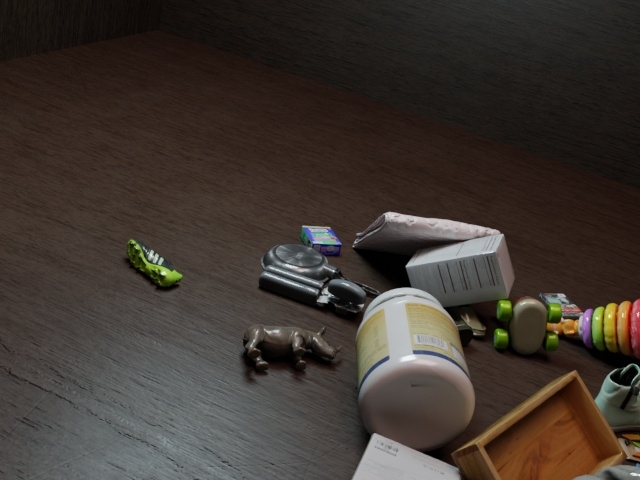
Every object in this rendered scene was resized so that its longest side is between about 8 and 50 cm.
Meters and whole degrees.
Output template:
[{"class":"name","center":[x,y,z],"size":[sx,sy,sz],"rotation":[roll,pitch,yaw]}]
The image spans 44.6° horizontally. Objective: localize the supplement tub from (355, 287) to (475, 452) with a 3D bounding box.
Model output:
[{"class":"supplement tub","center":[0.188,0.259,1.631],"size":[0.228,0.228,0.316],"rotation":[12,26,-5]}]

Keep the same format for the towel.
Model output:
[{"class":"towel","center":[0.290,-0.008,2.213],"size":[0.332,0.053,0.317],"rotation":[7,-12,-14]}]

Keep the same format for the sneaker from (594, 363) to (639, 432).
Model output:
[{"class":"sneaker","center":[0.738,0.357,1.802],"size":[0.256,0.151,0.094],"rotation":[-2,29,-32]}]

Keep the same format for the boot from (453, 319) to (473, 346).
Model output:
[{"class":"boot","center":[0.267,0.214,1.956],"size":[0.198,0.077,0.137],"rotation":[12,18,-36]}]

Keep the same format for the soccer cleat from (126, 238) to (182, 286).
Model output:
[{"class":"soccer cleat","center":[-0.415,0.057,1.935],"size":[0.179,0.060,0.072],"rotation":[39,25,30]}]

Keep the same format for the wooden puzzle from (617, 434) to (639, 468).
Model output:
[{"class":"wooden puzzle","center":[0.700,0.465,1.724],"size":[0.078,0.014,0.116],"rotation":[9,27,-9]}]

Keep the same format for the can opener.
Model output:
[{"class":"can opener","center":[-0.017,0.117,1.981],"size":[0.280,0.093,0.074],"rotation":[15,26,12]}]

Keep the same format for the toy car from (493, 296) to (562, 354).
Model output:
[{"class":"toy car","center":[0.525,0.200,2.041],"size":[0.155,0.149,0.188],"rotation":[3,15,1]}]

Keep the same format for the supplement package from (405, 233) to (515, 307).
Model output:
[{"class":"supplement package","center":[0.371,0.085,2.059],"size":[0.244,0.134,0.139],"rotation":[-11,16,26]}]

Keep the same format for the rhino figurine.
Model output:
[{"class":"rhino figurine","center":[-0.061,0.232,1.738],"size":[0.243,0.073,0.106],"rotation":[4,31,-24]}]

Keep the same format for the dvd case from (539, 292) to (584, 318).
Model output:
[{"class":"dvd case","center":[0.707,0.191,2.277],"size":[0.087,0.013,0.119],"rotation":[3,29,-23]}]

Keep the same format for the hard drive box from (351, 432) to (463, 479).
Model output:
[{"class":"hard drive box","center":[0.133,0.464,1.351],"size":[0.181,0.089,0.232],"rotation":[20,26,12]}]

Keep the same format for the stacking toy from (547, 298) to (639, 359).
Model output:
[{"class":"stacking toy","center":[0.746,0.232,2.063],"size":[0.302,0.166,0.175],"rotation":[-3,34,29]}]

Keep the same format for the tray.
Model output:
[{"class":"tray","center":[0.434,0.417,1.514],"size":[0.411,0.076,0.203],"rotation":[-16,73,-45]}]

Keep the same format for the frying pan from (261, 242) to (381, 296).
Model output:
[{"class":"frying pan","center":[-0.014,0.086,2.090],"size":[0.326,0.053,0.197],"rotation":[27,29,32]}]

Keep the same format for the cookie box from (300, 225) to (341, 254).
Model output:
[{"class":"cookie box","center":[0.000,0.000,2.268],"size":[0.092,0.040,0.107],"rotation":[2,28,-22]}]

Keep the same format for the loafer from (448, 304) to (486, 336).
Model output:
[{"class":"loafer","center":[0.386,0.200,2.052],"size":[0.056,0.050,0.148],"rotation":[-1,30,-29]}]

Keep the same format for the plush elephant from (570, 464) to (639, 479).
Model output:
[{"class":"plush elephant","center":[0.466,0.500,1.266],"size":[0.272,0.330,0.255],"rotation":[-4,15,-19]}]
